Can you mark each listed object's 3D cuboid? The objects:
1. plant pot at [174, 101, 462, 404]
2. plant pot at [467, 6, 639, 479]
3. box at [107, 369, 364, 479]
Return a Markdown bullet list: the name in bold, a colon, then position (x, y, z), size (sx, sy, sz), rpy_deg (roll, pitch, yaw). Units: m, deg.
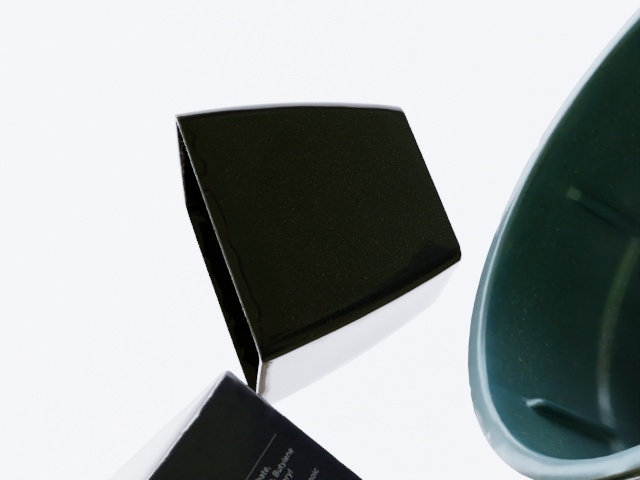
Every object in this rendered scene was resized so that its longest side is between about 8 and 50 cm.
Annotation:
- **plant pot**: position (0.000, 0.000, 0.871), size (0.167, 0.187, 0.188), rpy_deg (-17, -17, -11)
- **plant pot**: position (0.313, 0.043, 0.616), size (0.334, 0.341, 0.341), rpy_deg (30, -76, -14)
- **box**: position (-0.048, 0.295, 0.723), size (0.312, 0.179, 0.343), rpy_deg (39, -40, -5)
